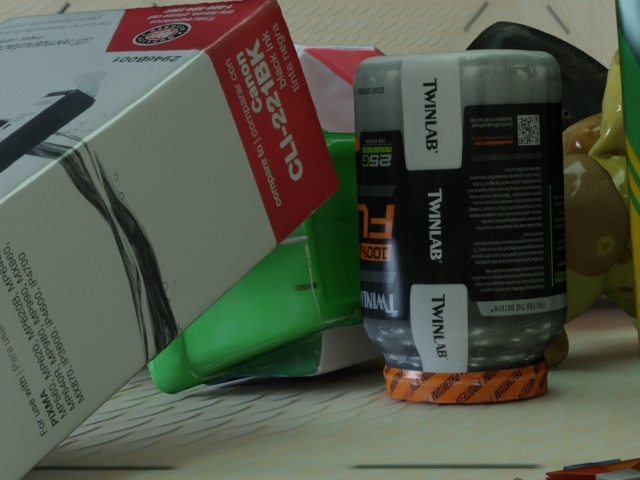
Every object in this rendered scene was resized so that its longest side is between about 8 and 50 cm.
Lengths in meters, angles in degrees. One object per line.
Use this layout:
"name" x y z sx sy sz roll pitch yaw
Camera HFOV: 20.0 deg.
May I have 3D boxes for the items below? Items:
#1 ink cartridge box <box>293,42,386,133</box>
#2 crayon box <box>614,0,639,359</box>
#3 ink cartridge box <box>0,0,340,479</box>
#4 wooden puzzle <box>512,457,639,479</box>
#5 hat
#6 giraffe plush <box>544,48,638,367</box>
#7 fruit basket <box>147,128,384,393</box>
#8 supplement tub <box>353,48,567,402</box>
"ink cartridge box" 0.081 -0.046 1.377 0.296 0.066 0.261 34 -5 -22
"crayon box" 0.293 -0.078 1.000 0.106 0.313 0.363 -4 2 38
"ink cartridge box" -0.152 -0.006 0.863 0.197 0.114 0.273 1 32 37
"wooden puzzle" 0.120 0.096 0.706 0.079 0.014 0.116 -3 3 -22
"hat" 0.177 -0.089 1.478 0.331 0.134 0.331 33 -5 3
"giraffe plush" 0.172 -0.012 1.146 0.170 0.210 0.181 -10 35 -33
"fruit basket" -0.103 0.030 1.168 0.353 0.165 0.327 -18 -5 29
"supplement tub" 0.078 -0.009 1.011 0.117 0.190 0.117 -2 2 0
